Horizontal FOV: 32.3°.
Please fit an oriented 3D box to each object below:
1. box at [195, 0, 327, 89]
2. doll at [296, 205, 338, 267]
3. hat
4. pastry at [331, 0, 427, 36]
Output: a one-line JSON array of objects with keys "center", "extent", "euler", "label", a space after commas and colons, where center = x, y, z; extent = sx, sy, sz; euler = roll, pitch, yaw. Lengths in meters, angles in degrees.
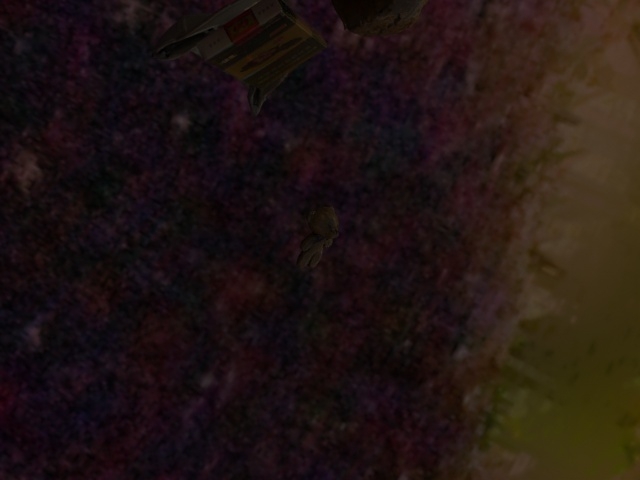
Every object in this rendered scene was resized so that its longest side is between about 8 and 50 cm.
[{"center": [-0.080, -0.285, 1.611], "extent": [0.132, 0.034, 0.235], "euler": [-30, 170, 13], "label": "box"}, {"center": [-0.006, -0.006, 1.588], "extent": [0.061, 0.051, 0.093], "euler": [-8, 146, -47], "label": "doll"}, {"center": [-0.174, -0.416, 2.239], "extent": [0.257, 0.301, 0.168], "euler": [27, 49, -28], "label": "hat"}, {"center": [0.090, -0.396, 1.588], "extent": [0.093, 0.182, 0.193], "euler": [1, 73, -41], "label": "pastry"}]
